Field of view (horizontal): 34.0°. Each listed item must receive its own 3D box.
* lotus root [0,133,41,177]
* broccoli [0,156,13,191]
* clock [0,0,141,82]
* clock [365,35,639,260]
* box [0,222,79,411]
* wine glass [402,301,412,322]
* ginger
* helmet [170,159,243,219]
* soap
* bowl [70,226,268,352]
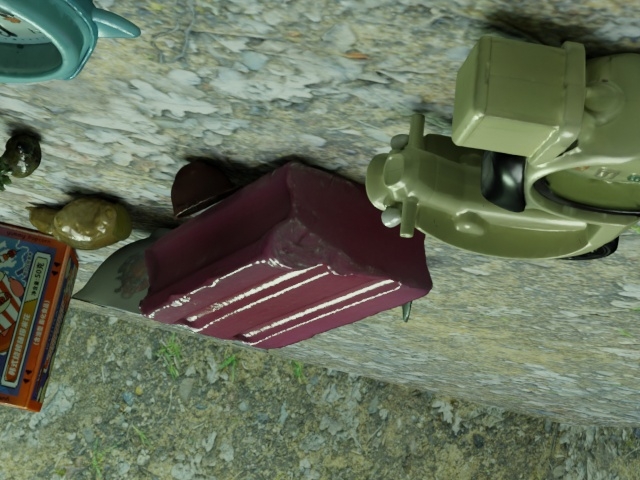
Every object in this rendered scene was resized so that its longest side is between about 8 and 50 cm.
[{"bbox_3d":[-0.391,-0.111,1.372,0.049,0.054,0.099,23,166,-19],"label":"lotus root"},{"bbox_3d":[-0.576,-0.081,1.393,0.252,0.221,0.361,-18,-170,-29],"label":"broccoli"},{"bbox_3d":[-0.275,-0.199,0.795,0.274,0.094,0.223,6,167,17],"label":"clock"},{"bbox_3d":[0.195,-0.062,0.932,0.276,0.120,0.379,10,163,-8],"label":"clock"},{"bbox_3d":[-0.695,0.149,2.136,0.318,0.349,0.257,14,167,-4],"label":"box"},{"bbox_3d":[0.000,0.000,1.562,0.309,0.096,0.264,12,144,3],"label":"wine glass"},{"bbox_3d":[-0.410,-0.028,1.711,0.131,0.086,0.294,-6,-174,-37],"label":"ginger"},{"bbox_3d":[-0.152,-0.072,1.321,0.089,0.057,0.111,-22,178,-36],"label":"helmet"},{"bbox_3d":[-0.053,0.036,1.375,0.233,0.128,0.359,18,153,-32],"label":"soap"},{"bbox_3d":[-0.232,0.071,1.763,0.345,0.157,0.345,15,174,2],"label":"bowl"}]
